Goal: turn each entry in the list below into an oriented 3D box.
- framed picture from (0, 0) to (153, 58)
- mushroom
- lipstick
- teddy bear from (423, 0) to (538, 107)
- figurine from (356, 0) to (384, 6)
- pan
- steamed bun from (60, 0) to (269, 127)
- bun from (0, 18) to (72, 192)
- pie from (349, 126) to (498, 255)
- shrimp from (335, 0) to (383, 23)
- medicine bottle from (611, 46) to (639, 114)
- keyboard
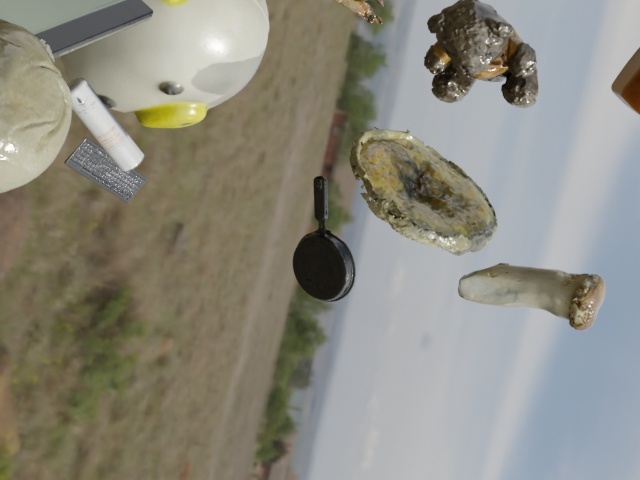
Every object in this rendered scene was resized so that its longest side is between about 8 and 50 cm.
[{"bbox_3d":[-0.402,-0.354,1.426,0.265,0.347,0.016,-39,171,-49],"label":"framed picture"},{"bbox_3d":[0.309,0.076,1.717,0.071,0.209,0.084,-44,139,-60],"label":"mushroom"},{"bbox_3d":[-0.295,-0.156,1.584,0.141,0.040,0.040,54,30,-29],"label":"lipstick"},{"bbox_3d":[0.238,-0.288,1.745,0.190,0.177,0.140,38,62,-65],"label":"teddy bear"},{"bbox_3d":[0.042,-0.355,1.493,0.098,0.082,0.154,-47,127,-14],"label":"figurine"},{"bbox_3d":[0.000,0.000,2.125,0.028,0.136,0.235,-18,108,-53],"label":"pan"},{"bbox_3d":[-0.269,-0.360,1.952,0.334,0.374,0.333,17,69,-54],"label":"steamed bun"},{"bbox_3d":[-0.324,-0.137,1.114,0.113,0.167,0.173,104,-18,-68],"label":"bun"},{"bbox_3d":[0.158,-0.075,1.799,0.055,0.274,0.274,-52,-167,30],"label":"pie"},{"bbox_3d":[0.048,-0.362,1.683,0.091,0.127,0.025,-53,-171,-35],"label":"shrimp"},{"bbox_3d":[0.570,-0.265,1.915,0.149,0.112,0.222,-53,-178,14],"label":"medicine bottle"},{"bbox_3d":[-0.390,-0.126,2.142,0.063,0.010,0.198,-48,148,3],"label":"keyboard"}]
